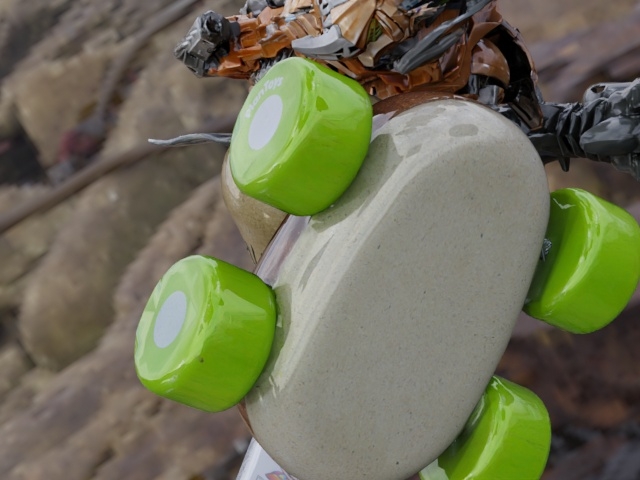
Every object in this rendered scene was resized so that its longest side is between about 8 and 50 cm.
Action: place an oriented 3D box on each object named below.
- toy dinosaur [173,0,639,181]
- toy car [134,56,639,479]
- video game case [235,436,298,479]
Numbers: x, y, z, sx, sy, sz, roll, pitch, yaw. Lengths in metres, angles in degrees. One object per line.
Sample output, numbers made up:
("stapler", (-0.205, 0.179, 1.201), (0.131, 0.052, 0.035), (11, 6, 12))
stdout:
("toy dinosaur", (0.039, -0.099, 0.850), (0.218, 0.164, 0.322), (-8, 16, -10))
("toy car", (0.000, 0.000, 0.733), (0.149, 0.155, 0.188), (-64, 29, 5))
("video game case", (0.015, 0.176, 1.113), (0.019, 0.157, 0.143), (-43, 7, 15))
